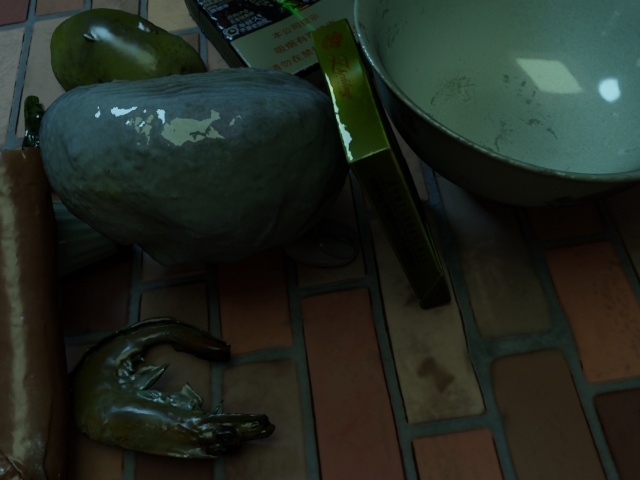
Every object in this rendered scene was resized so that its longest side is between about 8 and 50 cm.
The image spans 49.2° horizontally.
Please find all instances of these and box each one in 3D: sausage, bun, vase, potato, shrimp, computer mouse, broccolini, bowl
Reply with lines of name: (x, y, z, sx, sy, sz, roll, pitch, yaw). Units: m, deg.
sausage: (-0.322, 0.101, 0.753, 0.094, 0.094, 0.418, 2, 72, -37)
bun: (-0.134, -0.091, 0.813, 0.362, 0.211, 0.362, -3, 21, 1)
vase: (-0.378, 0.005, 0.875, 0.248, 0.128, 0.128, -11, 56, -10)
potato: (-0.302, -0.287, 1.059, 0.272, 0.111, 0.160, 23, 65, 21)
shrimp: (-0.167, 0.161, 0.786, 0.253, 0.058, 0.173, 1, 49, 12)
computer mouse: (-0.001, -0.001, 0.874, 0.096, 0.039, 0.066, 6, 58, 11)
broccolini: (-0.417, -0.154, 1.013, 0.091, 0.068, 0.202, -39, 58, 5)
bowl: (0.239, -0.174, 0.844, 0.435, 0.196, 0.434, 4, 52, -5)

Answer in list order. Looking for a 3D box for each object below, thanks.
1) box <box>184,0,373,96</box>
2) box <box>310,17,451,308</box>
box: (-0.064, -0.336, 1.074, 0.198, 0.084, 0.310, -29, 59, -11)
box: (0.073, -0.065, 0.744, 0.043, 0.311, 0.173, -20, 56, 10)
